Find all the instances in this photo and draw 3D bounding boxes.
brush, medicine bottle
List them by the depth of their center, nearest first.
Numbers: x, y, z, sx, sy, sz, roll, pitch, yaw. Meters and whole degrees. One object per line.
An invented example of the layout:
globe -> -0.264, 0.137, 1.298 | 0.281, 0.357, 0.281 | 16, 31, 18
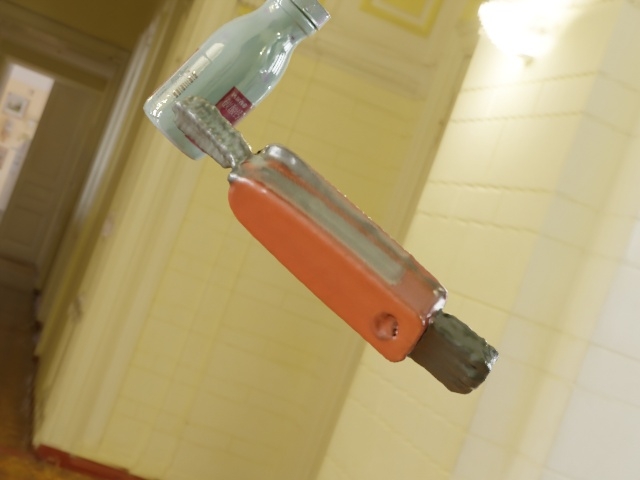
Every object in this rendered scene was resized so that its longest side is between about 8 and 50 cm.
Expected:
brush -> 0.000, 0.000, 0.787 | 0.323, 0.051, 0.070 | 42, -33, 14
medicine bottle -> -0.088, -0.189, 1.122 | 0.090, 0.216, 0.090 | 46, 4, -4
